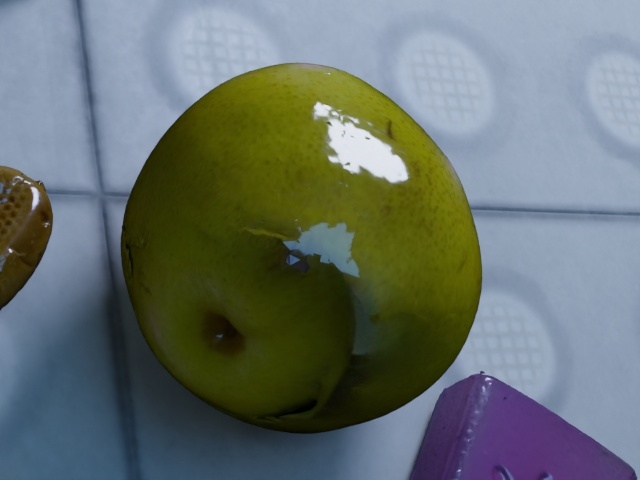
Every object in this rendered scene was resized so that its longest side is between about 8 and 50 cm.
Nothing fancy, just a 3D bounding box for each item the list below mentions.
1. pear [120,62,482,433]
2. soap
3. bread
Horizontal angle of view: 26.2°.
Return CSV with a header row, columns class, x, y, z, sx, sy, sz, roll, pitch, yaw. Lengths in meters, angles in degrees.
class,x,y,z,sx,sy,sz,roll,pitch,yaw
pear,0.000,-0.008,1.058,0.285,0.285,0.336,36,54,-11
soap,0.147,0.264,1.133,0.181,0.081,0.259,34,56,-13
bread,-0.278,0.018,1.006,0.114,0.077,0.189,39,53,16
